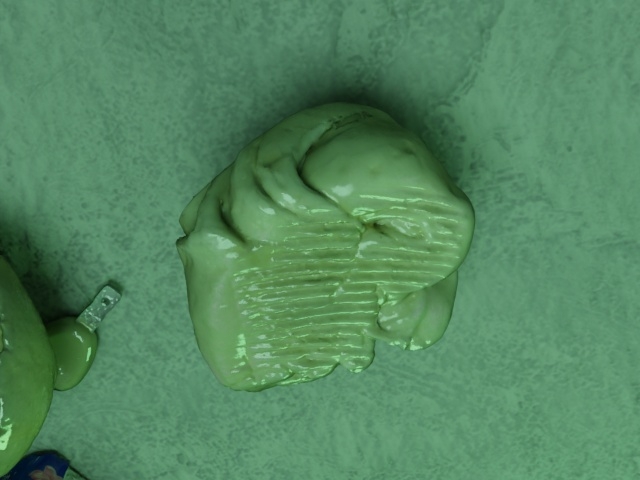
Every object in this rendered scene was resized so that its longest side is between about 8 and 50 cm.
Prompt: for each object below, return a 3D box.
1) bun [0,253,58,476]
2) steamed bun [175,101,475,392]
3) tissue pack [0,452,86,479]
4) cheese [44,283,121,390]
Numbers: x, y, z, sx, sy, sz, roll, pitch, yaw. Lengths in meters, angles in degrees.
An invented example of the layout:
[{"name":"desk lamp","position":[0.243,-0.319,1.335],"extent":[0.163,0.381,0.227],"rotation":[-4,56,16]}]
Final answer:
[{"name":"bun","position":[-0.503,0.163,1.471],"extent":[0.364,0.202,0.364],"rotation":[-1,88,21]},{"name":"steamed bun","position":[0.000,0.000,1.318],"extent":[0.339,0.247,0.352],"rotation":[-10,123,-6]},{"name":"tissue pack","position":[-0.460,0.455,1.585],"extent":[0.209,0.270,0.137],"rotation":[-31,111,22]},{"name":"cheese","position":[-0.339,0.130,1.535],"extent":[0.097,0.037,0.192],"rotation":[38,116,-13]}]
